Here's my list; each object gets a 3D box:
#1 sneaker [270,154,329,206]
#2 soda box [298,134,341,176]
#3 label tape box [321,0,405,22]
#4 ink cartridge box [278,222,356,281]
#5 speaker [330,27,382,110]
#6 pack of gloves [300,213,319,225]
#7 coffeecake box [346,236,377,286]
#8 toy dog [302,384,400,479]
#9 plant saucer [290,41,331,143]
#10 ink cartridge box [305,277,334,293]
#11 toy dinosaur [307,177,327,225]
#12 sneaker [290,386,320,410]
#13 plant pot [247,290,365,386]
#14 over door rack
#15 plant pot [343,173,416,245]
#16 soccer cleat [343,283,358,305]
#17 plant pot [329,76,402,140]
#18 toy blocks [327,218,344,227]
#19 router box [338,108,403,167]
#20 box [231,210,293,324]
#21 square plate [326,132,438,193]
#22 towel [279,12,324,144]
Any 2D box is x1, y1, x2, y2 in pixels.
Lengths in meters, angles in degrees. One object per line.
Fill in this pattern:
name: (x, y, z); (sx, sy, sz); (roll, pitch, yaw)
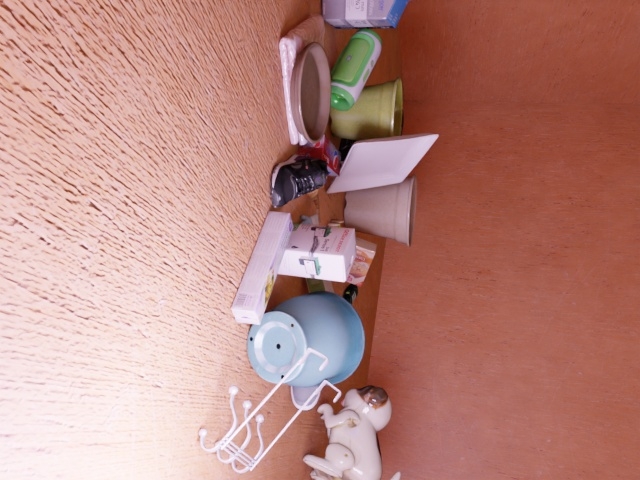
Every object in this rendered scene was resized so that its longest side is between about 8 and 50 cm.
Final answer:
sneaker: (-0.052, -0.180, 1.489); (0.283, 0.124, 0.107); (-62, 152, -57)
soda box: (0.001, -0.281, 1.746); (0.263, 0.083, 0.092); (17, 78, -75)
label tape box: (0.192, -0.804, 1.809); (0.240, 0.333, 0.106); (-43, 136, -69)
ink cartridge box: (-0.018, 0.029, 1.501); (0.160, 0.219, 0.093); (-64, 155, -55)
speaker: (0.119, -0.622, 1.895); (0.297, 0.131, 0.131); (-65, 160, -16)
pack of gloves: (0.000, 0.000, 1.787); (0.232, 0.046, 0.195); (-15, 89, -74)
coffeecake box: (0.136, 0.083, 2.165); (0.068, 0.142, 0.185); (-68, 177, -57)
toy dog: (0.156, 0.786, 2.131); (0.408, 0.395, 0.285); (-64, 148, -33)
plant saucer: (-0.027, -0.416, 1.480); (0.278, 0.041, 0.278); (6, 90, -72)
ink cartridge box: (-0.009, 0.129, 1.836); (0.109, 0.062, 0.209); (-3, 78, -75)
toy dinosaur: (-0.022, -0.166, 1.776); (0.112, 0.064, 0.211); (-56, 144, -26)
sneaker: (-0.036, 0.398, 1.736); (0.295, 0.123, 0.178); (-81, 172, -46)
plant pot: (-0.053, 0.276, 1.409); (0.255, 0.271, 0.272); (7, 88, -62)
over door rack: (-0.116, 0.395, 1.237); (0.324, 0.108, 0.239); (-36, 146, -13)
plant pot: (0.276, -0.148, 2.415); (0.334, 0.305, 0.334); (5, 90, -76)
soccer cleat: (0.143, 0.264, 2.531); (0.179, 0.060, 0.072); (-66, 155, -44)
plant pot: (0.174, -0.487, 2.009); (0.276, 0.253, 0.276); (5, 90, -76)
toy blocks: (0.061, -0.004, 2.128); (0.123, 0.054, 0.148); (-38, 131, -70)
router box: (0.216, -0.426, 2.214); (0.081, 0.242, 0.309); (73, 27, -56)
box: (-0.143, 0.063, 1.336); (0.063, 0.067, 0.324); (79, 20, -49)
square plate: (0.219, -0.296, 1.951); (0.347, 0.344, 0.049); (123, -47, -61)
towel: (-0.039, -0.494, 1.584); (0.332, 0.053, 0.317); (-66, 156, -54)
